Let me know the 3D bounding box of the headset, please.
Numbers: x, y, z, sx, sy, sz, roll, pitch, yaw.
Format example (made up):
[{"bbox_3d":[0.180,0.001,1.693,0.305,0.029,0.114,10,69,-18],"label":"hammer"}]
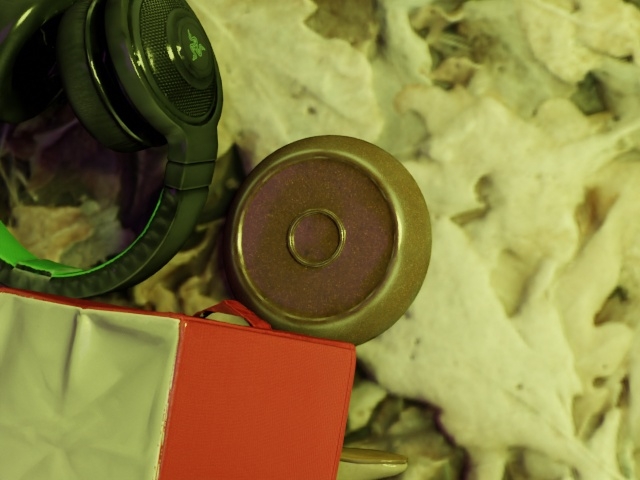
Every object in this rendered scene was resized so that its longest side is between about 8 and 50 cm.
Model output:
[{"bbox_3d":[-0.176,-0.152,1.119,0.243,0.185,0.394,14,102,22],"label":"headset"}]

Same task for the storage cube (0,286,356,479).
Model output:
[{"bbox_3d":[-0.114,0.141,0.986,0.184,0.193,0.215,7,85,36],"label":"storage cube"}]

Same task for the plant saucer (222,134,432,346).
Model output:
[{"bbox_3d":[0.000,0.000,1.079,0.168,0.029,0.168,-2,83,16],"label":"plant saucer"}]

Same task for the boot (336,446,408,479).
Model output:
[{"bbox_3d":[0.005,0.197,1.050,0.118,0.042,0.087,3,90,19],"label":"boot"}]
